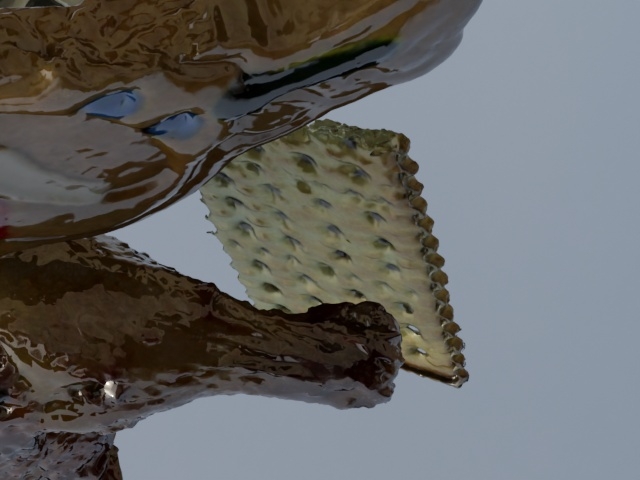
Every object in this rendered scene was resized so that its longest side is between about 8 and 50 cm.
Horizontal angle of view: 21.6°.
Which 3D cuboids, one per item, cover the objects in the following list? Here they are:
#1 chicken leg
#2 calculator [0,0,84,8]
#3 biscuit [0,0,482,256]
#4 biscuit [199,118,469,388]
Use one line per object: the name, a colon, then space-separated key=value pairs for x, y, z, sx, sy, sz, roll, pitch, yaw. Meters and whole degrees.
chicken leg: x=-0.123 y=0.069 z=0.795 sx=0.177 sy=0.322 sz=0.083 roll=40 pitch=-141 yaw=-29
calculator: x=-0.243 y=-0.129 z=1.024 sx=0.268 sy=0.177 sz=0.040 roll=31 pitch=-163 yaw=-27
biscuit: x=-0.091 y=-0.046 z=0.639 sx=0.320 sy=0.183 sz=0.047 roll=-17 pitch=-108 yaw=4
biscuit: x=0.000 y=0.001 z=0.832 sx=0.144 sy=0.203 sz=0.016 roll=16 pitch=-120 yaw=27
